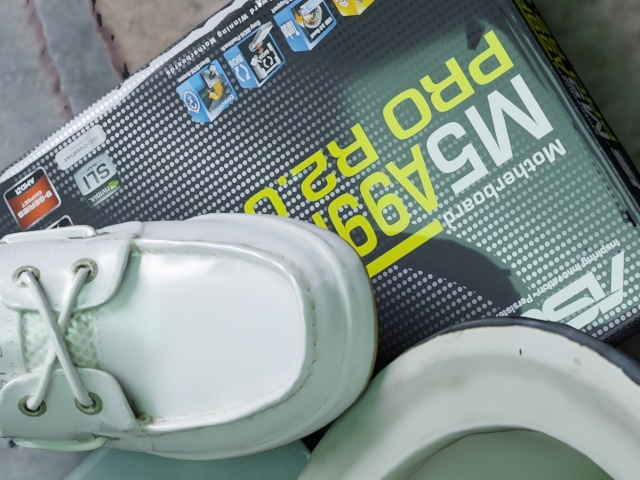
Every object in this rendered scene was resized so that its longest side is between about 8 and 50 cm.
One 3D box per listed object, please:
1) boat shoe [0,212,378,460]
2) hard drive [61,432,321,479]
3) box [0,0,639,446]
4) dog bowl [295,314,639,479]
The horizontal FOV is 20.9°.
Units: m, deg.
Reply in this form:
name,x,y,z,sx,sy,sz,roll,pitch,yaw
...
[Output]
name,x,y,z,sx,sy,sz,roll,pitch,yaw
boat shoe,-0.103,0.043,0.700,0.277,0.096,0.098,-8,83,41
hard drive,-0.059,0.118,0.747,0.135,0.022,0.094,-44,73,15
box,0.000,0.000,0.772,0.270,0.060,0.216,-33,75,18
dog bowl,0.100,0.237,0.574,0.408,0.150,0.408,-37,48,57
